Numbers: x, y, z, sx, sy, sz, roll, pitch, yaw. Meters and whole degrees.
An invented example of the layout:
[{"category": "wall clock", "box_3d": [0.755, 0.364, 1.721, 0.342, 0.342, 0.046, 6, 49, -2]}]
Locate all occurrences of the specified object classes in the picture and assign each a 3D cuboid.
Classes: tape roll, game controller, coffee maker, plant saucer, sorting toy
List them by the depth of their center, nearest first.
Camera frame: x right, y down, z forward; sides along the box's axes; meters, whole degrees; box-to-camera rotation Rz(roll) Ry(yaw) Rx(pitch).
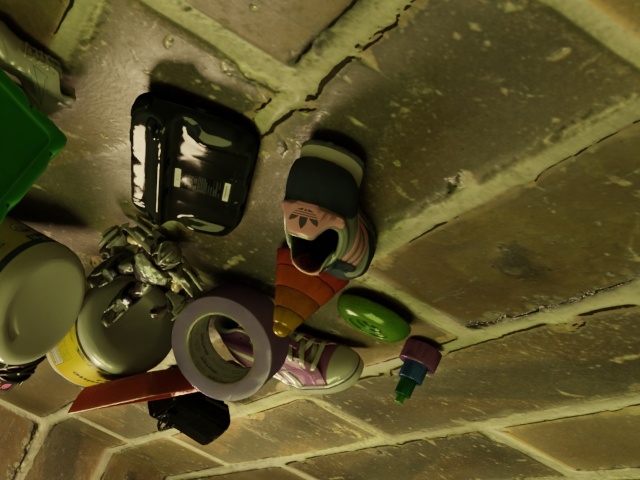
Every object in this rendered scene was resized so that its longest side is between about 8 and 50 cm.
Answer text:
[{"category": "game controller", "box_3d": [-0.177, -0.095, 1.307, 0.167, 0.067, 0.319, 9, 156, -7]}, {"category": "sorting toy", "box_3d": [0.046, 0.153, 1.506, 0.365, 0.126, 0.127, 39, 160, -32]}, {"category": "tape roll", "box_3d": [-0.155, 0.174, 1.647, 0.189, 0.188, 0.080, 5, -165, 20]}, {"category": "plant saucer", "box_3d": [-0.297, 0.270, 1.789, 0.259, 0.047, 0.258, -17, 169, 40]}, {"category": "coffee maker", "box_3d": [-0.310, 0.407, 2.244, 0.120, 0.171, 0.178, -23, 134, 34]}]

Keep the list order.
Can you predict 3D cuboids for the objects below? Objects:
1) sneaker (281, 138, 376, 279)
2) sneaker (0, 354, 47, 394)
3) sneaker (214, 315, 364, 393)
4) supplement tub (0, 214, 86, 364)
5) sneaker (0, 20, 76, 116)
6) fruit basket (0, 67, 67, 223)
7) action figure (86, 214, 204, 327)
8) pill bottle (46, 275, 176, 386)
[{"category": "sneaker", "box_3d": [0.000, 0.000, 1.249, 0.112, 0.131, 0.319, 15, 157, 16]}, {"category": "sneaker", "box_3d": [-0.693, 0.262, 2.222, 0.185, 0.202, 0.483, 33, 153, -23]}, {"category": "sneaker", "box_3d": [-0.069, 0.188, 1.714, 0.282, 0.102, 0.161, 6, 147, 29]}, {"category": "supplement tub", "box_3d": [-0.599, 0.057, 1.686, 0.316, 0.228, 0.228, 25, 157, 23]}, {"category": "sneaker", "box_3d": [-0.362, -0.222, 1.207, 0.061, 0.053, 0.152, -14, 139, 15]}, {"category": "fruit basket", "box_3d": [-0.553, -0.151, 1.237, 0.392, 0.283, 0.392, 18, 143, 14]}, {"category": "action figure", "box_3d": [-0.304, 0.059, 1.618, 0.185, 0.099, 0.285, 56, 145, -5]}, {"category": "pill bottle", "box_3d": [-0.428, 0.189, 1.889, 0.188, 0.187, 0.334, 32, 153, -20]}]
